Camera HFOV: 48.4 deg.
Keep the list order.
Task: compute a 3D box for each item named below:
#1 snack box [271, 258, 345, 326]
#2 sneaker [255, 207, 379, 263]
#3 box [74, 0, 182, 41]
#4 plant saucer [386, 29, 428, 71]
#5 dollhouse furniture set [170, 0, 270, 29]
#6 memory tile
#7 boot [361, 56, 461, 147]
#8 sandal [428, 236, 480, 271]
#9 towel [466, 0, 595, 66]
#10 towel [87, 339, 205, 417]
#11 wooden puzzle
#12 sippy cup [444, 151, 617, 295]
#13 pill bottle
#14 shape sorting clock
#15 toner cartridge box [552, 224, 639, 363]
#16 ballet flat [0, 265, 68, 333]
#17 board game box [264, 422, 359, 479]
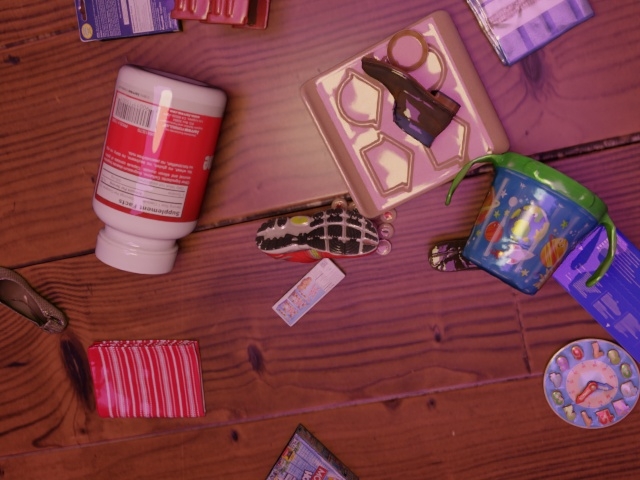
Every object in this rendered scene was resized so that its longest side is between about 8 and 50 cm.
[{"bbox_3d":[-0.027,0.115,1.624,0.178,0.022,0.064,-44,94,13],"label":"snack box"},{"bbox_3d":[0.000,0.000,1.549,0.278,0.118,0.107,1,66,21],"label":"sneaker"},{"bbox_3d":[-0.419,-0.510,1.543,0.225,0.036,0.137,-4,100,7],"label":"box"},{"bbox_3d":[0.174,-0.380,1.428,0.083,0.015,0.084,1,99,5],"label":"plant saucer"},{"bbox_3d":[-0.177,-0.613,1.405,0.152,0.201,0.374,10,103,6],"label":"dollhouse furniture set"},{"bbox_3d":[0.091,-0.030,1.584,0.148,0.012,0.113,10,103,5],"label":"memory tile"},{"bbox_3d":[0.160,-0.275,1.414,0.219,0.082,0.106,28,97,-3],"label":"boot"},{"bbox_3d":[0.341,0.036,1.536,0.219,0.060,0.090,-4,84,4],"label":"sandal"},{"bbox_3d":[0.393,-0.521,1.432,0.209,0.034,0.285,-31,96,13],"label":"towel"},{"bbox_3d":[-0.420,0.337,1.719,0.274,0.031,0.199,-2,102,8],"label":"towel"},{"bbox_3d":[0.176,-0.259,1.497,0.347,0.080,0.322,-27,97,7],"label":"wooden puzzle"},{"bbox_3d":[0.406,-0.022,1.411,0.305,0.240,0.224,33,95,42],"label":"sippy cup"},{"bbox_3d":[-0.351,-0.147,1.509,0.229,0.229,0.408,17,103,4],"label":"pill bottle"},{"bbox_3d":[0.599,0.317,1.570,0.206,0.040,0.206,1,102,7],"label":"shape sorting clock"},{"bbox_3d":[0.654,0.122,1.506,0.348,0.075,0.165,45,102,-3],"label":"toner cartridge box"},{"bbox_3d":[-0.719,0.144,1.705,0.250,0.058,0.084,36,103,-1],"label":"ballet flat"},{"bbox_3d":[-0.018,0.571,1.696,0.194,0.060,0.194,30,104,2],"label":"board game box"}]
